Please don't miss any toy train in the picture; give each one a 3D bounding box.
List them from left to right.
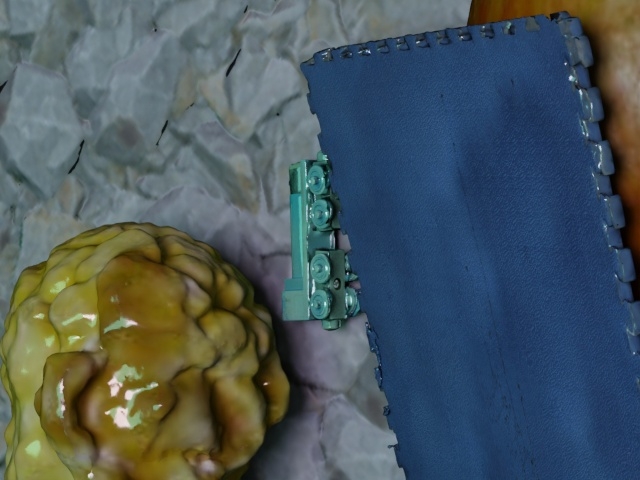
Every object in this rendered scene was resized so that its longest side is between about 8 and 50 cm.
[{"bbox_3d":[0.000,0.000,0.972,0.045,0.029,0.092,-5,86,49],"label":"toy train"}]

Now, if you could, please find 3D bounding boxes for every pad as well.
[{"bbox_3d":[0.071,0.039,0.826,0.269,0.012,0.270,8,113,67],"label":"pad"}]

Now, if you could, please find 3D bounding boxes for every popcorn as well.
[{"bbox_3d":[-0.093,0.078,0.953,0.170,0.180,0.180,18,103,36],"label":"popcorn"}]

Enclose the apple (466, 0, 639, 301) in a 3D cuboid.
[{"bbox_3d":[0.165,-0.041,0.793,0.179,0.254,0.346,-11,94,-11],"label":"apple"}]
